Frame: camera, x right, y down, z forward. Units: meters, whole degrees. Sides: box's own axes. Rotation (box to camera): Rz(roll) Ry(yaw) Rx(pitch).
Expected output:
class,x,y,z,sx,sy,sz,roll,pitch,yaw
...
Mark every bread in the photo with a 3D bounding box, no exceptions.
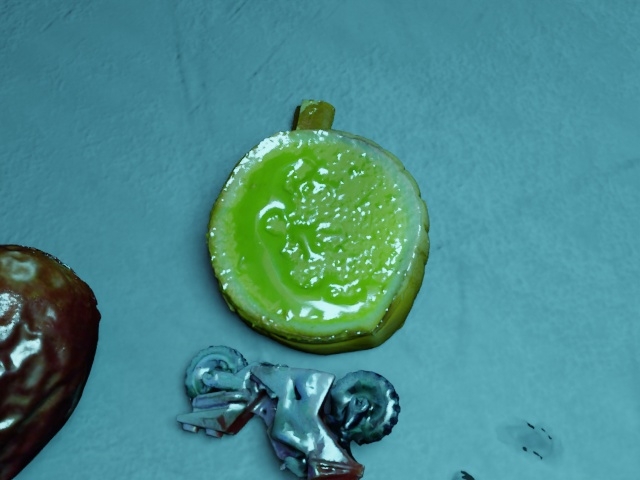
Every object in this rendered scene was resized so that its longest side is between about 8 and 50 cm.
class,x,y,z,sx,sy,sz,roll,pitch,yaw
bread,0.000,0.000,0.800,0.236,0.070,0.236,-1,73,3
bread,-0.013,-0.115,0.890,0.047,0.036,0.083,8,69,8

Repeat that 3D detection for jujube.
class,x,y,z,sx,sy,sz,roll,pitch,yaw
jujube,-0.309,0.119,0.720,0.183,0.183,0.243,26,70,15

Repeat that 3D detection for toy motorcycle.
class,x,y,z,sx,sy,sz,roll,pitch,yaw
toy motorcycle,-0.036,0.169,0.741,0.213,0.082,0.122,7,66,20
